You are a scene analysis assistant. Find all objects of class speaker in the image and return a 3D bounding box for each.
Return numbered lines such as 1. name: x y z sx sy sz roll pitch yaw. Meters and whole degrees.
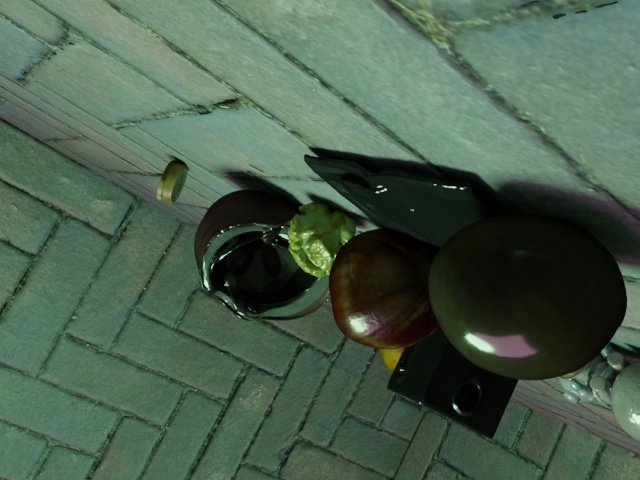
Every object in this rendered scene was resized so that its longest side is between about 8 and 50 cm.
1. speaker: 0.289 0.243 1.471 0.184 0.254 0.232 28 172 -9

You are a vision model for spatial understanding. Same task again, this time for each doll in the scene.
1. doll: 0.522 0.255 1.228 0.151 0.151 0.287 31 175 -18

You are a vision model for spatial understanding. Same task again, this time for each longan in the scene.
1. longan: 0.234 0.064 0.805 0.220 0.196 0.196 0 155 40

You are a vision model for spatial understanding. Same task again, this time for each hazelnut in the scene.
1. hazelnut: 0.136 0.081 1.233 0.229 0.229 0.229 27 171 4

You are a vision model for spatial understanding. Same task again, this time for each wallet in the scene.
1. wallet: 0.137 -0.042 0.995 0.323 0.041 0.247 15 166 47

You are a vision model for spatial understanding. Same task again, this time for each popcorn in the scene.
1. popcorn: 0.000 0.000 1.344 0.141 0.135 0.162 24 172 -30

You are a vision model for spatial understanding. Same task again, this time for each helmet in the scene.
1. helmet: -0.131 0.021 1.550 0.338 0.271 0.197 29 -157 -42

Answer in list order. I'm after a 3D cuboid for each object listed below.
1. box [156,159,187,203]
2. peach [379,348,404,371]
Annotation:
1. box: -0.357 -0.140 1.707 0.037 0.105 0.105 21 171 2
2. peach: 0.261 0.271 1.858 0.231 0.231 0.231 27 171 4
